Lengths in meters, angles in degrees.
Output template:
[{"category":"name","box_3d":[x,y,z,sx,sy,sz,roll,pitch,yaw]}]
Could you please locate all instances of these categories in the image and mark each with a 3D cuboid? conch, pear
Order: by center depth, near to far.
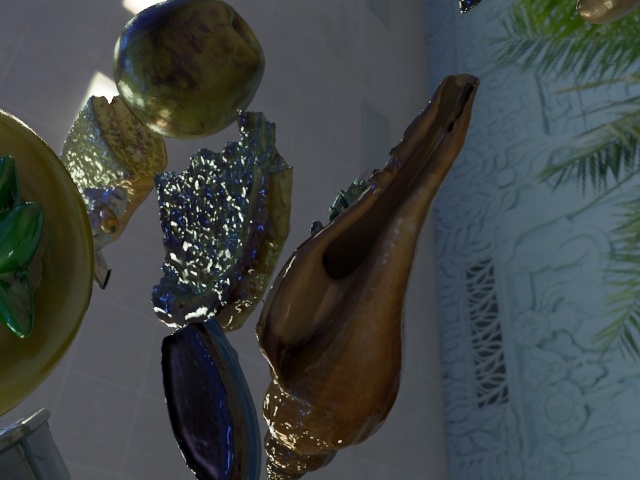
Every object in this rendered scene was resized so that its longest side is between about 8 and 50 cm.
[{"category":"conch","box_3d":[0.025,0.039,0.435,0.109,0.331,0.093,24,-172,7]},{"category":"pear","box_3d":[-0.248,-0.330,1.167,0.283,0.283,0.284,29,-131,-39]}]

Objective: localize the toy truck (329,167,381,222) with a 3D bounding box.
[{"category":"toy truck","box_3d":[0.096,-0.087,1.472,0.116,0.110,0.216,34,-132,2]}]

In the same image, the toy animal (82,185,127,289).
[{"category":"toy animal","box_3d":[-0.423,-0.011,1.193,0.127,0.130,0.182,67,-149,-57]}]

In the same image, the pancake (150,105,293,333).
[{"category":"pancake","box_3d":[-0.169,-0.009,0.938,0.066,0.426,0.305,-8,-99,-40]}]

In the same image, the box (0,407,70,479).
[{"category":"box","box_3d":[-0.417,0.303,0.785,0.162,0.227,0.130,-30,-89,-19]}]

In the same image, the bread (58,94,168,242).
[{"category":"bread","box_3d":[-0.510,-0.152,1.466,0.165,0.375,0.237,-18,-102,-42]}]

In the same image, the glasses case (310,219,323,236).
[{"category":"glasses case","box_3d":[0.000,0.000,1.265,0.034,0.023,0.083,-64,-33,-51]}]

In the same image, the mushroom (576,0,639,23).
[{"category":"mushroom","box_3d":[0.430,-0.496,1.012,0.159,0.122,0.329,58,-159,-49]}]

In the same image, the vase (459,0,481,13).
[{"category":"vase","box_3d":[0.160,-0.400,0.878,0.182,0.120,0.120,32,-135,-15]}]

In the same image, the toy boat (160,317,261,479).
[{"category":"toy boat","box_3d":[-0.121,0.199,0.719,0.097,0.100,0.223,40,-156,-62]}]

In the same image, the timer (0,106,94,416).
[{"category":"timer","box_3d":[-0.261,0.012,0.405,0.285,0.285,0.285,29,-131,-39]}]
